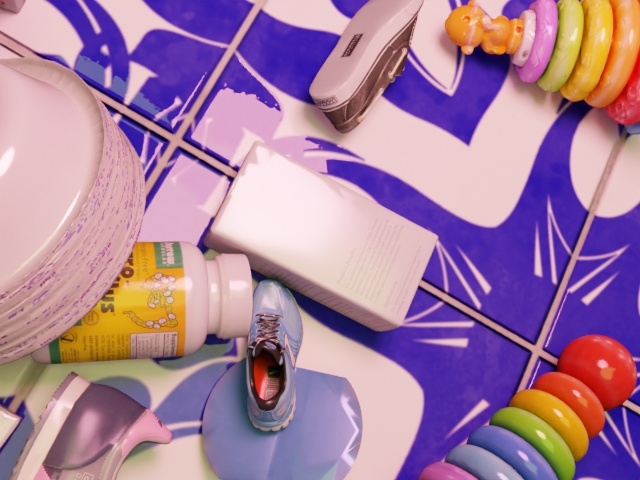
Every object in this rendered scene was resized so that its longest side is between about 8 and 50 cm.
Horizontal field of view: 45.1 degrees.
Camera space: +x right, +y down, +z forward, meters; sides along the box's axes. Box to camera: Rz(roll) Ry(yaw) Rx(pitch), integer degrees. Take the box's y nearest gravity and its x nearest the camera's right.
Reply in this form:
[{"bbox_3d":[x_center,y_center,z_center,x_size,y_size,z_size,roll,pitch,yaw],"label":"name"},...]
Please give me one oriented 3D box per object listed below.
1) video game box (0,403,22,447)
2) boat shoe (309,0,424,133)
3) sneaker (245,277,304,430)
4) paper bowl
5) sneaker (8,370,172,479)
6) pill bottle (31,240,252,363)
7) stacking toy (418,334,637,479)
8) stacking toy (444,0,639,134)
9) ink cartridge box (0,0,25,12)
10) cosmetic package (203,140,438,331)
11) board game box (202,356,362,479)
[{"bbox_3d":[-0.419,0.201,0.713,0.187,0.048,0.205,37,72,-8],"label":"video game box"},{"bbox_3d":[0.065,-0.223,0.925,0.219,0.077,0.070,-55,131,-21],"label":"boat shoe"},{"bbox_3d":[-0.048,0.112,0.806,0.063,0.073,0.162,-3,63,-1],"label":"sneaker"},{"bbox_3d":[-0.309,-0.042,0.670,0.284,0.148,0.284,-7,57,11],"label":"paper bowl"},{"bbox_3d":[-0.244,0.292,0.710,0.131,0.112,0.319,23,75,-7],"label":"sneaker"},{"bbox_3d":[-0.178,0.059,0.771,0.208,0.117,0.118,-1,80,-16],"label":"pill bottle"},{"bbox_3d":[0.238,0.223,0.855,0.330,0.141,0.141,-40,92,-23],"label":"stacking toy"},{"bbox_3d":[0.301,-0.243,0.962,0.301,0.166,0.175,8,89,-2],"label":"stacking toy"},{"bbox_3d":[-0.356,-0.313,0.764,0.127,0.175,0.072,20,77,-11],"label":"ink cartridge box"},{"bbox_3d":[0.000,0.000,0.852,0.231,0.085,0.117,28,73,-7],"label":"cosmetic package"},{"bbox_3d":[-0.040,0.202,0.821,0.168,0.033,0.133,11,64,6],"label":"board game box"}]
